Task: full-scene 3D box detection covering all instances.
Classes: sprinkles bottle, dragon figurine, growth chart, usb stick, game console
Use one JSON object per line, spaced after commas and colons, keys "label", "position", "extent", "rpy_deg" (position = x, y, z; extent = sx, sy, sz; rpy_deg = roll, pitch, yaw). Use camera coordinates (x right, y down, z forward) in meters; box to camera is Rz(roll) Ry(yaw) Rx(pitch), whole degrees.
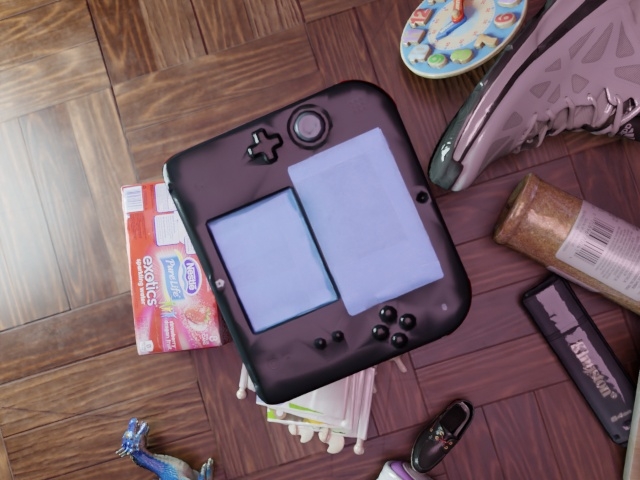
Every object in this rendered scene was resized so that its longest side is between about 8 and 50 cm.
{"label": "sprinkles bottle", "position": [0.438, 0.029, 1.121], "extent": [0.355, 0.121, 0.121], "rpy_deg": [28, 89, 5]}
{"label": "dragon figurine", "position": [-0.238, 0.412, 1.161], "extent": [0.144, 0.085, 0.289], "rpy_deg": [-4, 86, 4]}
{"label": "growth chart", "position": [-0.025, 0.217, 1.152], "extent": [0.237, 0.021, 0.172], "rpy_deg": [17, 97, 23]}
{"label": "usb stick", "position": [0.407, 0.181, 1.152], "extent": [0.077, 0.045, 0.278], "rpy_deg": [-33, 86, 5]}
{"label": "game console", "position": [0.000, 0.000, 1.073], "extent": [0.342, 0.060, 0.386], "rpy_deg": [-23, 91, -1]}

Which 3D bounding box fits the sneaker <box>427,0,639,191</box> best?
{"label": "sneaker", "position": [0.364, -0.192, 1.082], "extent": [0.257, 0.169, 0.447], "rpy_deg": [39, 73, 3]}

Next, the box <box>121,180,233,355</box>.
{"label": "box", "position": [-0.214, 0.040, 1.161], "extent": [0.128, 0.122, 0.256], "rpy_deg": [-7, 87, 4]}

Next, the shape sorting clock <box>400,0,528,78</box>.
{"label": "shape sorting clock", "position": [0.211, -0.330, 1.143], "extent": [0.206, 0.206, 0.040], "rpy_deg": [-50, 130, 0]}

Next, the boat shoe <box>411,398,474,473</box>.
{"label": "boat shoe", "position": [0.183, 0.292, 1.138], "extent": [0.049, 0.042, 0.133], "rpy_deg": [42, 67, 4]}

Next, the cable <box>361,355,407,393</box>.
{"label": "cable", "position": [0.041, 0.091, 1.165], "extent": [0.139, 0.072, 0.287], "rpy_deg": [-27, 87, 5]}

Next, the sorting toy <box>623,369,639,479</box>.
{"label": "sorting toy", "position": [0.581, 0.265, 1.057], "extent": [0.257, 0.089, 0.255], "rpy_deg": [0, 112, 3]}

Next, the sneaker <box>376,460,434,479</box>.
{"label": "sneaker", "position": [0.183, 0.472, 1.130], "extent": [0.305, 0.114, 0.152], "rpy_deg": [41, 98, 12]}
